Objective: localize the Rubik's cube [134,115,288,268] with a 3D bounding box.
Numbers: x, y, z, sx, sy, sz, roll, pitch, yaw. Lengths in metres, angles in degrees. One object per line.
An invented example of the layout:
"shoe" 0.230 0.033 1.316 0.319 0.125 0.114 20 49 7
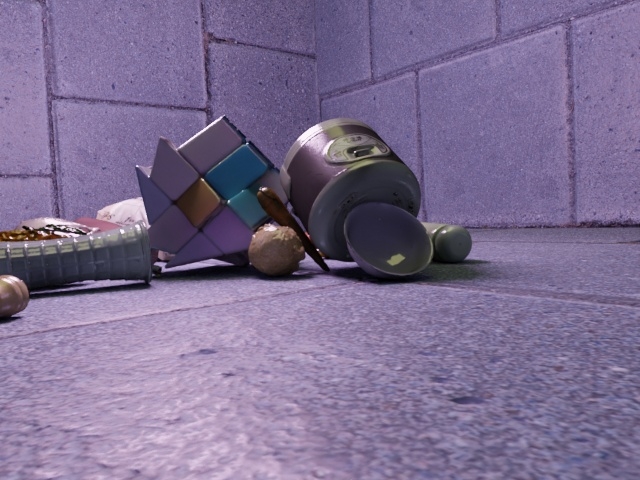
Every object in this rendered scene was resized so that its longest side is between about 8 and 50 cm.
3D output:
"Rubik's cube" -0.285 -0.103 1.408 0.368 0.387 0.358 -44 0 2

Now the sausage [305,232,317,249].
"sausage" 0.000 0.000 1.954 0.141 0.076 0.076 -4 3 -4

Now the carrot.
"carrot" -0.062 -0.025 1.257 0.049 0.254 0.049 -40 -4 -3

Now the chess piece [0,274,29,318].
"chess piece" -0.483 0.092 0.781 0.066 0.066 0.122 -3 8 1

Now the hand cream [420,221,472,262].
"hand cream" 0.280 0.002 1.439 0.093 0.147 0.306 -47 18 -13

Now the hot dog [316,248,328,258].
"hot dog" 0.067 0.026 1.574 0.108 0.059 0.191 -2 -1 -31

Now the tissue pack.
"tissue pack" -0.555 -0.043 1.949 0.376 0.195 0.390 15 12 20

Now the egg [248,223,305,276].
"egg" -0.100 0.022 1.207 0.118 0.116 0.140 37 -26 -30

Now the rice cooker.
"rice cooker" 0.068 -0.122 1.257 0.288 0.288 0.277 -4 40 -23

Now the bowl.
"bowl" 0.126 0.019 1.096 0.189 0.189 0.086 -4 -38 -22

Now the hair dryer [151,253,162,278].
"hair dryer" -0.526 0.065 1.346 0.229 0.092 0.267 -12 16 -21

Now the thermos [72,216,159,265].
"thermos" -0.604 0.022 1.620 0.265 0.145 0.176 9 -11 20

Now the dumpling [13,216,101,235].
"dumpling" -0.720 0.038 1.430 0.293 0.163 0.204 -7 -29 -40

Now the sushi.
"sushi" -0.638 0.024 1.214 0.287 0.140 0.149 8 -23 -30

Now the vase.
"vase" -0.513 0.043 1.119 0.299 0.143 0.143 -8 5 -26
